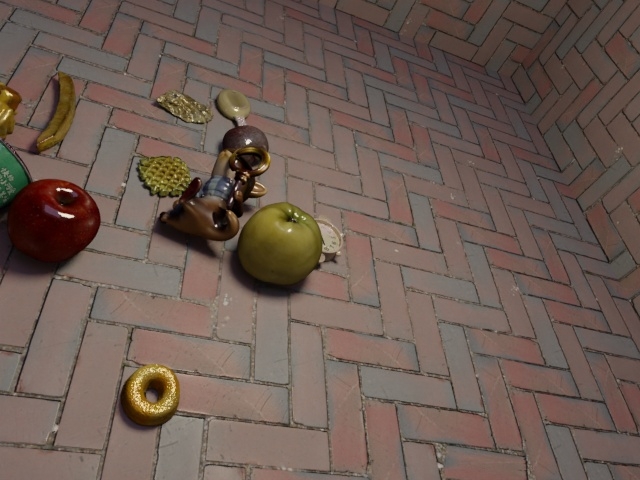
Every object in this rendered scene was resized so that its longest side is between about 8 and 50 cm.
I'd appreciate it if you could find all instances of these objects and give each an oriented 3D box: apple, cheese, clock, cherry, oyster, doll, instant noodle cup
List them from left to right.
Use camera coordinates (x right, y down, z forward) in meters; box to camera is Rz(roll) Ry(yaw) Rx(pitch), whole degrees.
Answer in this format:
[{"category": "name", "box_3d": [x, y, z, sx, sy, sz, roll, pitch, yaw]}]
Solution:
[{"category": "instant noodle cup", "box_3d": [-0.911, -0.157, 1.380, 0.251, 0.251, 0.190, 34, 51, 2]}, {"category": "apple", "box_3d": [-0.703, -0.053, 1.415, 0.218, 0.201, 0.218, 21, 42, -20]}, {"category": "oyster", "box_3d": [-0.510, -0.521, 2.061, 0.209, 0.072, 0.132, 26, 46, -9]}, {"category": "doll", "box_3d": [-0.324, -0.151, 1.689, 0.318, 0.209, 0.339, 2, 36, 27]}, {"category": "cheese", "box_3d": [-0.338, -0.520, 2.162, 0.137, 0.064, 0.227, -3, 54, -30]}, {"category": "cherry", "box_3d": [-0.278, -0.357, 1.987, 0.176, 0.139, 0.176, 5, 47, -6]}, {"category": "apple", "box_3d": [-0.123, 0.009, 1.672, 0.263, 0.262, 0.262, 16, 45, -16]}, {"category": "clock", "box_3d": [0.000, 0.000, 1.872, 0.156, 0.063, 0.229, 22, 46, -14]}]

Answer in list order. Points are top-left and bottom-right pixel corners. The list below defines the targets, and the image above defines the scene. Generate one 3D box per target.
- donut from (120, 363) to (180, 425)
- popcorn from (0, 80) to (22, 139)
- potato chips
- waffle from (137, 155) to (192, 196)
[{"category": "donut", "box_3d": [-0.408, 0.368, 1.300, 0.152, 0.058, 0.151, 15, 47, -17]}, {"category": "popcorn", "box_3d": [-1.019, -0.370, 1.501, 0.333, 0.265, 0.225, -26, 70, -23]}, {"category": "potato chips", "box_3d": [-0.861, -0.423, 1.777, 0.080, 0.057, 0.406, 5, 48, -17]}, {"category": "waffle", "box_3d": [-0.518, -0.218, 1.798, 0.170, 0.036, 0.183, -8, 53, -32]}]
